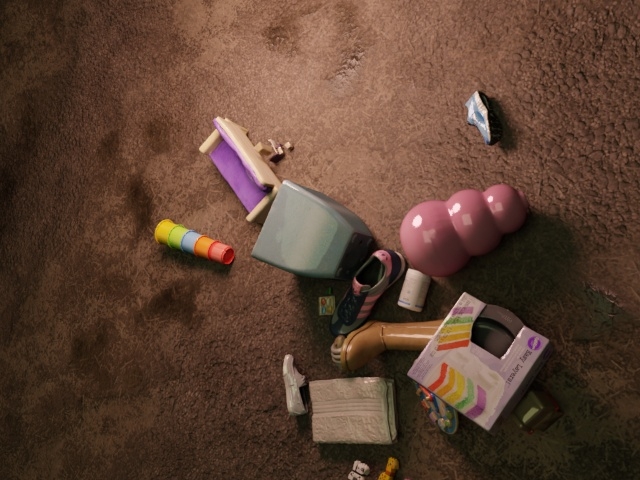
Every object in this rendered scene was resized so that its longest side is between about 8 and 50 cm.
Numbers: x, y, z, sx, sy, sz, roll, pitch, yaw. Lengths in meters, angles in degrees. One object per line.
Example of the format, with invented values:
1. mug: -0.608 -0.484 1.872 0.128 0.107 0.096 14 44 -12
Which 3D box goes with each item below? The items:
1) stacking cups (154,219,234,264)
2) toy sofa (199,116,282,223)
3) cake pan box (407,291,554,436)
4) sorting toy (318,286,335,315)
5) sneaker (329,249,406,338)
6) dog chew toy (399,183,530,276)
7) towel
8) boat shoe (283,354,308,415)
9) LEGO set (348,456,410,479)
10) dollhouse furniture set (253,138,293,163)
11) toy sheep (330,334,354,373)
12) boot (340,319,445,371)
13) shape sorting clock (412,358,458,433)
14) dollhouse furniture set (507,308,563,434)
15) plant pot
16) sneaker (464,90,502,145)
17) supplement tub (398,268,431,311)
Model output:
1. stacking cups: -0.432 0.008 2.254 0.316 0.096 0.096 16 91 29
2. toy sofa: -0.260 -0.231 2.123 0.150 0.177 0.362 -45 62 18
3. cake pan box: 0.379 0.284 1.534 0.246 0.070 0.267 33 82 36
4. sorting toy: 0.018 0.186 1.972 0.062 0.012 0.083 -8 78 31
5. sneaker: 0.108 0.152 1.850 0.112 0.131 0.319 41 104 31
6. dog chew toy: 0.378 -0.038 1.678 0.332 0.207 0.206 -25 69 19
7. towel: 0.091 0.490 1.853 0.282 0.049 0.187 -12 75 31
8. boat shoe: -0.072 0.438 1.959 0.063 0.066 0.184 -10 74 17
9. LEGO set: 0.187 0.638 1.738 0.227 0.087 0.093 6 77 52
10. dollhouse furniture set: -0.165 -0.325 2.118 0.091 0.114 0.081 -38 60 24
11. toy sheep: 0.076 0.331 1.864 0.091 0.091 0.132 -11 110 31
12. boot: 0.214 0.272 1.714 0.270 0.236 0.089 -4 113 34
13. shape sorting clock: 0.293 0.404 1.672 0.040 0.206 0.206 -23 65 -13
14. dollhouse furniture set: 0.470 0.350 1.613 0.262 0.135 0.259 -49 49 16
15. plant pot: 0.000 0.000 1.887 0.252 0.248 0.247 28 97 28
16. sneaker: 0.443 -0.327 1.773 0.073 0.063 0.162 -34 60 43
17. supplement tub: 0.262 0.138 1.791 0.071 0.071 0.107 18 91 33
